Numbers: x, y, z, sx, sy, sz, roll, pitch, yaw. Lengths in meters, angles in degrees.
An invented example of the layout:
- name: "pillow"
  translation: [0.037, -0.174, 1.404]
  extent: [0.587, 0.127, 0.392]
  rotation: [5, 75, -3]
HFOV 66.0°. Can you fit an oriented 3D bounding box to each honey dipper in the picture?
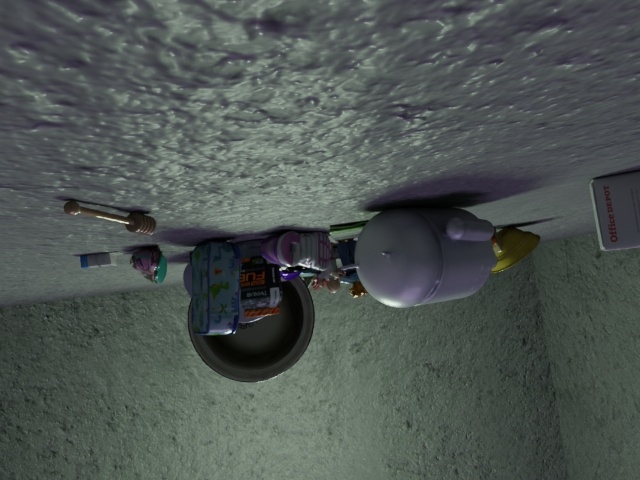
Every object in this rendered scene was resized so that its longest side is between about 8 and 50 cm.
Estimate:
- name: "honey dipper"
  translation: [-0.282, -0.030, 0.670]
  extent: [0.030, 0.031, 0.160]
  rotation: [-9, 172, 15]

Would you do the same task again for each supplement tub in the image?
- name: "supplement tub"
  translation: [-0.160, 0.098, 1.269]
  extent: [0.117, 0.190, 0.117]
  rotation: [-8, 174, -1]

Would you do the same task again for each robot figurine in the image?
- name: "robot figurine"
  translation: [0.216, 0.031, 1.026]
  extent: [0.353, 0.200, 0.300]
  rotation: [-3, 153, -37]

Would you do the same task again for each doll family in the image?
- name: "doll family"
  translation: [0.113, 0.066, 1.336]
  extent: [0.263, 0.163, 0.118]
  rotation: [-12, 172, -17]

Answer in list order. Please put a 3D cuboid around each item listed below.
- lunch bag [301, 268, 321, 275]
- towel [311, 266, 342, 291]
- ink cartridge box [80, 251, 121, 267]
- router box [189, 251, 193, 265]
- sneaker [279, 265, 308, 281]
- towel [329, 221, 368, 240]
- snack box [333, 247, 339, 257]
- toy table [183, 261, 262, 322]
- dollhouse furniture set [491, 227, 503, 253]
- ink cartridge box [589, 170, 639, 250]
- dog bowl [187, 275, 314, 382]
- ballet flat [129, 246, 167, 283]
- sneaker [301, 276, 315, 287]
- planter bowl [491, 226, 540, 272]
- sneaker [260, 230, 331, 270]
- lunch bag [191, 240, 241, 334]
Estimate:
- name: "lunch bag"
  translation: [-0.058, 0.086, 1.747]
  extent: [0.151, 0.096, 0.129]
  rotation: [-16, 177, -19]
- name: "towel"
  translation: [0.123, 0.085, 1.758]
  extent: [0.329, 0.037, 0.237]
  rotation: [-26, 173, -11]
- name: "ink cartridge box"
  translation: [-0.506, 0.047, 1.144]
  extent: [0.083, 0.028, 0.048]
  rotation: [-7, 174, -7]
- name: "router box"
  translation: [-0.299, 0.049, 1.372]
  extent: [0.092, 0.038, 0.122]
  rotation: [-7, 174, 6]
- name: "sneaker"
  translation: [-0.079, 0.064, 1.471]
  extent: [0.146, 0.102, 0.293]
  rotation: [-10, 174, 19]
- name: "towel"
  translation: [0.080, -0.026, 1.214]
  extent: [0.113, 0.023, 0.152]
  rotation: [-10, 172, 5]
- name: "snack box"
  translation: [0.093, 0.042, 1.784]
  extent: [0.141, 0.037, 0.100]
  rotation: [-8, 173, 1]
- name: "toy table"
  translation: [-0.269, 0.152, 1.498]
  extent: [0.274, 0.252, 0.161]
  rotation: [36, 173, 7]
- name: "dollhouse furniture set"
  translation: [0.466, 0.019, 1.774]
  extent: [0.262, 0.135, 0.259]
  rotation: [-5, 163, -21]
- name: "ink cartridge box"
  translation: [0.620, -0.061, 0.920]
  extent: [0.190, 0.140, 0.082]
  rotation: [-9, 176, 25]
- name: "dog bowl"
  translation: [-0.225, 0.256, 1.654]
  extent: [0.407, 0.408, 0.150]
  rotation: [-7, 173, -5]
- name: "ballet flat"
  translation: [-0.419, 0.056, 1.195]
  extent: [0.079, 0.077, 0.221]
  rotation: [13, 165, -11]
- name: "sneaker"
  translation: [-0.090, 0.113, 2.029]
  extent: [0.182, 0.158, 0.410]
  rotation: [-38, -175, -23]
- name: "planter bowl"
  translation: [0.675, 0.014, 1.790]
  extent: [0.217, 0.090, 0.217]
  rotation: [-39, -176, 3]
- name: "sneaker"
  translation: [-0.060, 0.024, 1.215]
  extent: [0.104, 0.095, 0.236]
  rotation: [-3, 173, 33]
- name: "lunch bag"
  translation: [-0.252, 0.113, 1.166]
  extent: [0.090, 0.219, 0.176]
  rotation: [3, 169, -29]
